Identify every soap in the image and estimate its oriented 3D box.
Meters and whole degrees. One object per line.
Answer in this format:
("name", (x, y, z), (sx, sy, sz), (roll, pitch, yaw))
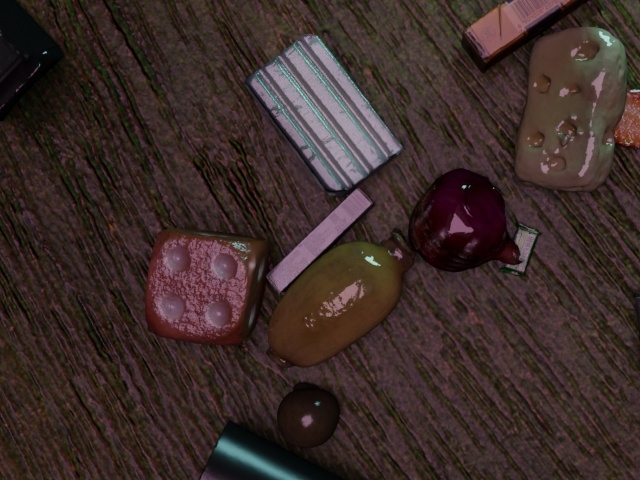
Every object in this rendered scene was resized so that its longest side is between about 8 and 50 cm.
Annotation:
("soap", (0.003, -0.207, 1.929), (0.150, 0.094, 0.261), (-36, 85, 1))

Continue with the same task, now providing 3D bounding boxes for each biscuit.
("biscuit", (0.332, 0.017, 1.925), (0.046, 0.016, 0.089), (19, 93, 8))

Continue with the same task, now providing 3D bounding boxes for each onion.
("onion", (0.249, -0.027, 1.862), (0.198, 0.135, 0.173), (22, 56, -5))

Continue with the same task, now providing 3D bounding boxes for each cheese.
("cheese", (0.398, -0.209, 1.852), (0.159, 0.093, 0.263), (11, 91, 33))

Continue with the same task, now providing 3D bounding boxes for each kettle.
("kettle", (-0.068, 0.476, 1.892), (0.308, 0.203, 0.262), (25, 92, 3))

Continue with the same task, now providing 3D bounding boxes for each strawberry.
("strawberry", (0.509, -0.192, 1.887), (0.152, 0.048, 0.104), (35, 89, 1))

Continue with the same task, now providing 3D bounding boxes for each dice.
("dice", (-0.183, 0.075, 1.909), (0.174, 0.175, 0.179), (7, 91, 6))

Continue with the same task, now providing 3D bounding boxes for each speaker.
("speaker", (-0.609, -0.364, 1.950), (0.388, 0.184, 0.180), (44, 96, 5))

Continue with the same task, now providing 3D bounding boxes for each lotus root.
("lotus root", (0.029, 0.098, 1.905), (0.303, 0.131, 0.146), (-41, 87, 6))

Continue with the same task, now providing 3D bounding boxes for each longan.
("longan", (-0.020, 0.287, 1.937), (0.106, 0.106, 0.119), (-14, 47, 7))

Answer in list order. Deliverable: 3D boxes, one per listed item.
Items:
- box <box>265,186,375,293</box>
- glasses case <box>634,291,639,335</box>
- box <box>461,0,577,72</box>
("box", (0.000, 0.000, 1.945), (0.218, 0.055, 0.039), (-44, 85, 6))
("glasses case", (0.591, 0.224, 1.865), (0.128, 0.083, 0.308), (-11, 89, 1))
("box", (0.340, -0.365, 1.850), (0.237, 0.152, 0.070), (-32, 88, 7))
